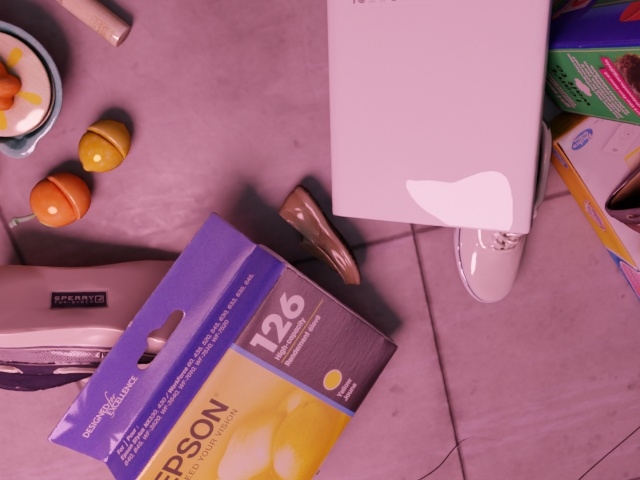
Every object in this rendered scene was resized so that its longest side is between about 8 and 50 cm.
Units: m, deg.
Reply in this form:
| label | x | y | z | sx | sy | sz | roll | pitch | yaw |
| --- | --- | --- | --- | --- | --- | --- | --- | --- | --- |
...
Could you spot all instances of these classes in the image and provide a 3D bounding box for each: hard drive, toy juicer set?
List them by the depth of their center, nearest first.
| label | x | y | z | sx | sy | sz | roll | pitch | yaw |
| --- | --- | --- | --- | --- | --- | --- | --- | --- | --- |
| hard drive | 0.120 | -0.192 | 0.606 | 0.232 | 0.047 | 0.353 | 7 | 110 | 25 |
| toy juicer set | -0.312 | -0.159 | 0.617 | 0.209 | 0.089 | 0.329 | 17 | 106 | -9 |

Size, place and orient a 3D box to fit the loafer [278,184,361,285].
| label | x | y | z | sx | sy | sz | roll | pitch | yaw |
| --- | --- | --- | --- | --- | --- | --- | --- | --- | --- |
| loafer | 0.000 | 0.000 | 0.712 | 0.050 | 0.056 | 0.148 | -33 | 97 | 8 |

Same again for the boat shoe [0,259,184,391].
| label | x | y | z | sx | sy | sz | roll | pitch | yaw |
| --- | --- | --- | --- | --- | --- | --- | --- | --- | --- |
| boat shoe | -0.265 | 0.114 | 0.712 | 0.340 | 0.127 | 0.158 | 7 | 141 | -20 |

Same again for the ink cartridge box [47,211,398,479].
| label | x | y | z | sx | sy | sz | roll | pitch | yaw |
| --- | --- | --- | --- | --- | --- | --- | --- | --- | --- |
| ink cartridge box | -0.090 | 0.175 | 0.665 | 0.307 | 0.072 | 0.304 | 38 | 84 | -35 |

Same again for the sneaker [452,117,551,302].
| label | x | y | z | sx | sy | sz | roll | pitch | yaw |
| --- | --- | --- | --- | --- | --- | --- | --- | --- | --- |
| sneaker | 0.221 | -0.035 | 0.692 | 0.094 | 0.091 | 0.258 | -1 | 108 | -3 |

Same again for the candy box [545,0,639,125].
| label | x | y | z | sx | sy | sz | roll | pitch | yaw |
| --- | --- | --- | --- | --- | --- | --- | --- | --- | --- |
| candy box | 0.367 | -0.233 | 0.518 | 0.268 | 0.317 | 0.122 | -42 | 104 | 9 |

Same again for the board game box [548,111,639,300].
| label | x | y | z | sx | sy | sz | roll | pitch | yaw |
| --- | --- | --- | --- | --- | --- | --- | --- | --- | --- |
| board game box | 0.457 | -0.079 | 0.707 | 0.242 | 0.064 | 0.317 | -37 | 107 | 8 |

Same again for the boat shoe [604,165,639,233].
| label | x | y | z | sx | sy | sz | roll | pitch | yaw |
| --- | --- | --- | --- | --- | --- | --- | --- | --- | --- |
| boat shoe | 0.388 | -0.080 | 0.551 | 0.092 | 0.285 | 0.103 | 14 | 66 | 0 |

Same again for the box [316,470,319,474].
| label | x | y | z | sx | sy | sz | roll | pitch | yaw |
| --- | --- | --- | --- | --- | --- | --- | --- | --- | --- |
| box | -0.123 | 0.337 | 0.810 | 0.232 | 0.058 | 0.087 | -26 | 108 | 5 |
